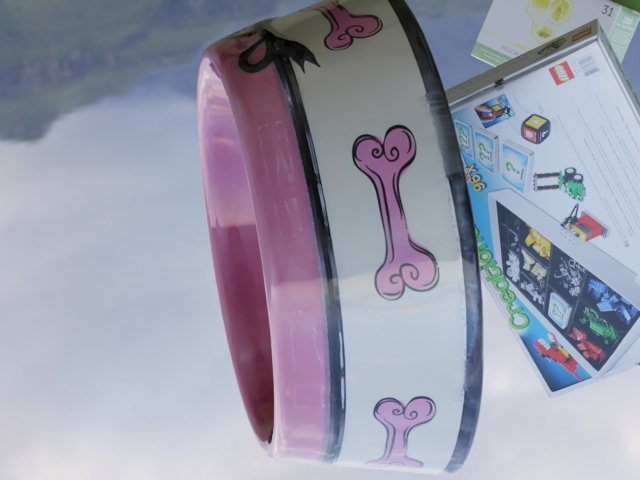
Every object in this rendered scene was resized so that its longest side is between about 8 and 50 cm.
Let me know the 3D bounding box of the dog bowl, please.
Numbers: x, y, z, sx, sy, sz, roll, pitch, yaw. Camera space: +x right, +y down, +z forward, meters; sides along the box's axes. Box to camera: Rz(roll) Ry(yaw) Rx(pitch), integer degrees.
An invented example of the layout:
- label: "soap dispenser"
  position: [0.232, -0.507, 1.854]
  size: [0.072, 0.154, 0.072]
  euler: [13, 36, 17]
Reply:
- label: "dog bowl"
  position: [0.000, 0.000, 1.233]
  size: [0.150, 0.408, 0.408]
  euler: [-9, -163, -11]

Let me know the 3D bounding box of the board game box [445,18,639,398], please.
- label: "board game box"
  position: [0.223, -0.020, 1.340]
  size: [0.193, 0.305, 0.053]
  euler: [-24, -159, 20]

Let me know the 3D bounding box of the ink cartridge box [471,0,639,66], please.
- label: "ink cartridge box"
  position: [0.290, -0.286, 1.720]
  size: [0.056, 0.235, 0.171]
  euler: [6, -159, -48]
